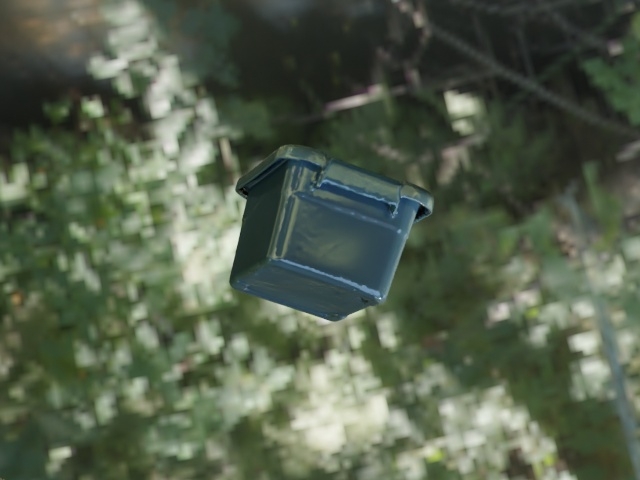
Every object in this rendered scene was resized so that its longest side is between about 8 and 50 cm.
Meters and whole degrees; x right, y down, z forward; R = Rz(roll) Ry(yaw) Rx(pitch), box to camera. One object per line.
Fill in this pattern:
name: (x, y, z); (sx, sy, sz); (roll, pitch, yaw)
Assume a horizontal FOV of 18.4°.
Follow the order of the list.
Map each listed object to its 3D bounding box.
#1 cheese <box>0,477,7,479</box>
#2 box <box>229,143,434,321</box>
cheese: (-0.130, 0.188, 0.801); (0.384, 0.104, 0.384); (24, 152, 13)
box: (0.000, 0.000, 0.880); (0.074, 0.054, 0.099); (17, 167, -13)
